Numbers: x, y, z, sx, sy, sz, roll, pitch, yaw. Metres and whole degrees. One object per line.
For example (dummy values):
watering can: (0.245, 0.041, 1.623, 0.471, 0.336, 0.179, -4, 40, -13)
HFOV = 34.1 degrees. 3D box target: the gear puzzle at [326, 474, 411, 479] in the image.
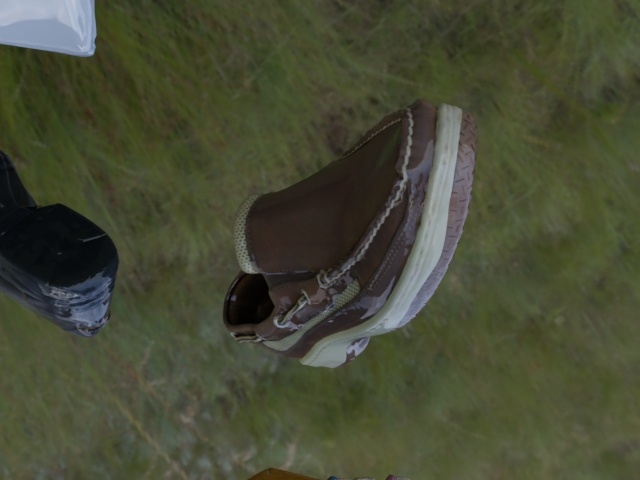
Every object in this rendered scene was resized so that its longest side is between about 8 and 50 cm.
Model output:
gear puzzle: (0.031, 0.409, 1.045, 0.175, 0.339, 0.044, 8, 170, -34)

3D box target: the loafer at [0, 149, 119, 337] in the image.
loafer: (-0.180, -0.005, 0.567, 0.062, 0.170, 0.061, -37, 153, -34)

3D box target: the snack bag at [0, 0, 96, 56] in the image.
snack bag: (-0.271, -0.269, 0.572, 0.037, 0.323, 0.342, -66, 159, -57)

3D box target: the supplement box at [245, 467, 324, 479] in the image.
supplement box: (-0.027, 0.235, 0.453, 0.129, 0.194, 0.191, 2, -165, 42)

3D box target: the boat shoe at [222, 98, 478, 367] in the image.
boat shoe: (-0.001, 0.007, 0.560, 0.095, 0.095, 0.257, 13, 150, -10)
